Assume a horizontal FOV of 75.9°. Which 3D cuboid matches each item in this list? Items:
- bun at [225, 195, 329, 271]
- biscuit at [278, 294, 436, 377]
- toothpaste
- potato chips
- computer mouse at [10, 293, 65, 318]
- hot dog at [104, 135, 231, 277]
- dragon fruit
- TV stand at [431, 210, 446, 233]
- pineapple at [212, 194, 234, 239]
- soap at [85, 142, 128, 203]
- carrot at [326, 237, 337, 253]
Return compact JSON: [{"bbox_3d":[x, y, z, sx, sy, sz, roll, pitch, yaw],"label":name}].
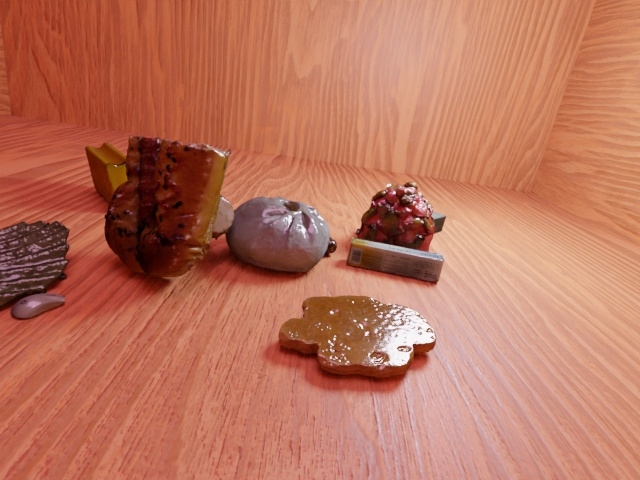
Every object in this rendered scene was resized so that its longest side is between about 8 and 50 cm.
[{"bbox_3d":[-0.138,-0.038,1.325,0.354,0.194,0.354,9,20,-3],"label":"bun"},{"bbox_3d":[0.087,0.218,0.950,0.376,0.051,0.269,2,24,-17],"label":"biscuit"},{"bbox_3d":[0.248,0.064,1.373,0.313,0.089,0.071,11,16,6],"label":"toothpaste"},{"bbox_3d":[-0.808,0.041,0.972,0.373,0.097,0.389,18,23,19],"label":"potato chips"},{"bbox_3d":[-0.615,0.134,0.899,0.056,0.032,0.110,19,23,23],"label":"computer mouse"},{"bbox_3d":[-0.423,-0.087,1.084,0.367,0.365,0.196,13,4,37],"label":"hot dog"},{"bbox_3d":[0.309,-0.094,1.566,0.314,0.263,0.296,10,20,4],"label":"dragon fruit"},{"bbox_3d":[0.452,-0.070,1.824,0.088,0.083,0.269,28,27,36],"label":"TV stand"},{"bbox_3d":[-0.402,-0.059,1.283,0.310,0.170,0.141,-4,-11,44],"label":"pineapple"},{"bbox_3d":[-0.798,-0.243,1.578,0.096,0.204,0.324,-21,33,-34],"label":"soap"},{"bbox_3d":[0.000,0.000,1.482,0.060,0.060,0.186,-3,19,-29],"label":"carrot"}]
